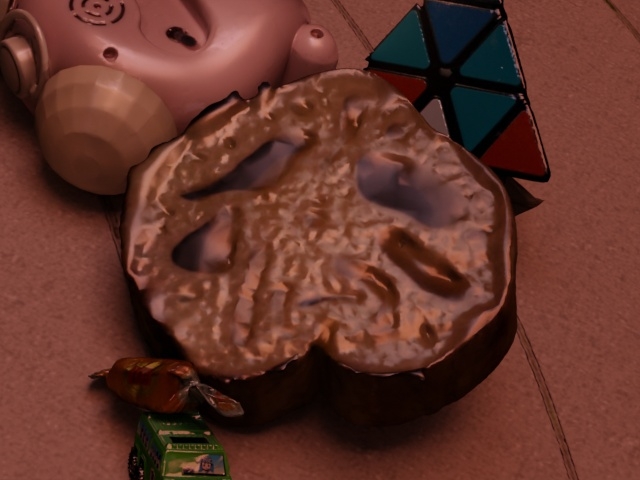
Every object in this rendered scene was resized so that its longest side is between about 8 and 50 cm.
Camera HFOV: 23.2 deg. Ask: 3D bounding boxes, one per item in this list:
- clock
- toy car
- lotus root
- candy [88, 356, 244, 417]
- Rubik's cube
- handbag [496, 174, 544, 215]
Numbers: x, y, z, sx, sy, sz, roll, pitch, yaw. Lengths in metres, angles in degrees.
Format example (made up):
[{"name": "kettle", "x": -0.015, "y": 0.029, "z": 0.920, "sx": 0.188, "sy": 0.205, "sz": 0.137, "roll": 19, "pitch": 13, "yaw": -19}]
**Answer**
[{"name": "clock", "x": -0.191, "y": -0.212, "z": 1.667, "sx": 0.326, "sy": 0.184, "sz": 0.342, "roll": -19, "pitch": 51, "yaw": -28}, {"name": "toy car", "x": -0.116, "y": 0.193, "z": 1.328, "sx": 0.071, "sy": 0.062, "sz": 0.165, "roll": 2, "pitch": 11, "yaw": -18}, {"name": "lotus root", "x": 0.000, "y": 0.000, "z": 1.481, "sx": 0.391, "sy": 0.111, "sz": 0.374, "roll": 9, "pitch": 63, "yaw": 11}, {"name": "candy", "x": -0.142, "y": 0.126, "z": 1.379, "sx": 0.182, "sy": 0.046, "sz": 0.053, "roll": 9, "pitch": 14, "yaw": 42}, {"name": "Rubik's cube", "x": 0.171, "y": -0.199, "z": 1.646, "sx": 0.284, "sy": 0.234, "sz": 0.250, "roll": 0, "pitch": 16, "yaw": -30}, {"name": "handbag", "x": 0.113, "y": 0.002, "z": 1.603, "sx": 0.183, "sy": 0.117, "sz": 0.270, "roll": 12, "pitch": 40, "yaw": 18}]
